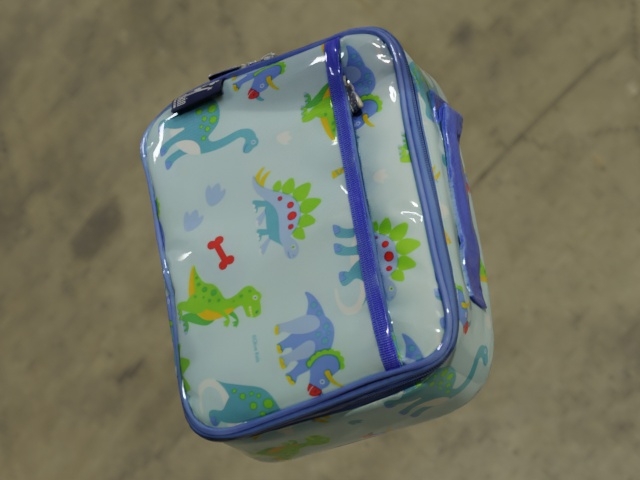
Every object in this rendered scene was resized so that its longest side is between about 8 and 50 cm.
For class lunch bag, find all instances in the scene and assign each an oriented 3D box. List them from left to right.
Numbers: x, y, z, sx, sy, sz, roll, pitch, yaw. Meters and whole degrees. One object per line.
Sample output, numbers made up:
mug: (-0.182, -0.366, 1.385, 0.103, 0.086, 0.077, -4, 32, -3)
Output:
lunch bag: (0.000, 0.000, 1.023, 0.176, 0.090, 0.219, -17, 65, 20)
